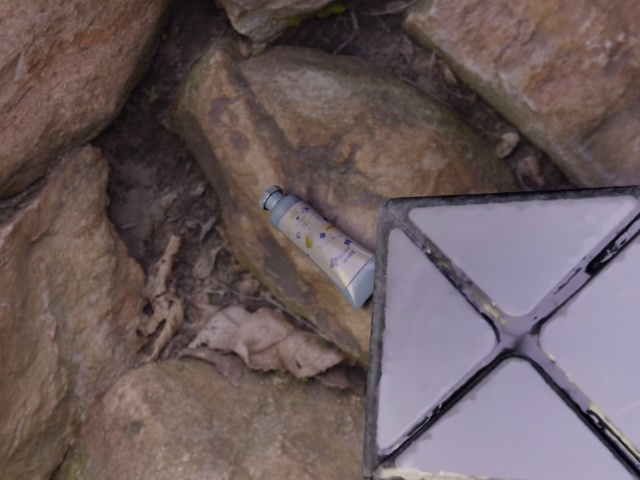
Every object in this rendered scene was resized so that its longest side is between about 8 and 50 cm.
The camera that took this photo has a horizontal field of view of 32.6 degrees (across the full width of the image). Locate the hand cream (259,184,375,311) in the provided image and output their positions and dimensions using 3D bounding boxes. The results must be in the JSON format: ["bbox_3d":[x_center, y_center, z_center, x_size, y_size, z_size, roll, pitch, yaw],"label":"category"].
[{"bbox_3d":[0.000,0.000,1.188,0.170,0.043,0.065,41,95,26],"label":"hand cream"}]

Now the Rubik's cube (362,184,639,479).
[{"bbox_3d":[0.197,0.107,0.947,0.260,0.259,0.255,-3,76,26],"label":"Rubik's cube"}]
